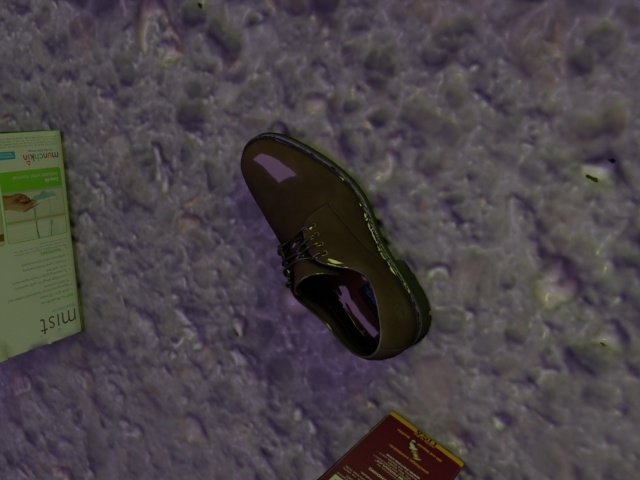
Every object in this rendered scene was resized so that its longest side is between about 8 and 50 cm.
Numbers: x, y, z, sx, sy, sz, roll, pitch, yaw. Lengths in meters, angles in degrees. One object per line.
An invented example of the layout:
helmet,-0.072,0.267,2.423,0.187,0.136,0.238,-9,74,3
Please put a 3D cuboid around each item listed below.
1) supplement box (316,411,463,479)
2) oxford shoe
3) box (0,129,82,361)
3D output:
supplement box,0.031,0.228,0.598,0.081,0.188,0.104,33,114,19
oxford shoe,0.000,0.000,0.626,0.227,0.096,0.083,51,120,13
box,-0.380,0.013,0.740,0.127,0.262,0.231,3,102,29
